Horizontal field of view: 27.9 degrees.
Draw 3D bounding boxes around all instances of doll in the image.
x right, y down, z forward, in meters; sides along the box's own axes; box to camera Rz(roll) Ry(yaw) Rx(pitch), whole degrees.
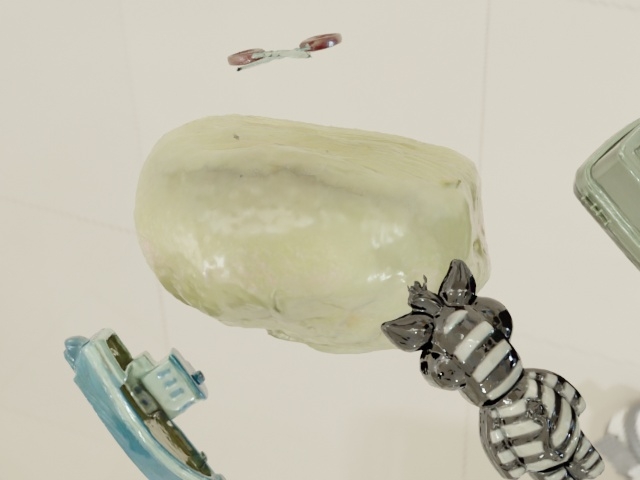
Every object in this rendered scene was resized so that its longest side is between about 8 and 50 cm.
[{"bbox_3d":[0.137,0.112,0.998,0.219,0.091,0.067,50,165,-11],"label":"doll"}]

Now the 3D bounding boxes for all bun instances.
[{"bbox_3d":[0.000,0.000,1.253,0.361,0.361,0.213,13,103,21],"label":"bun"}]

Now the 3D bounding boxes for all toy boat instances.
[{"bbox_3d":[-0.161,0.165,1.294,0.102,0.088,0.215,-33,96,4],"label":"toy boat"}]

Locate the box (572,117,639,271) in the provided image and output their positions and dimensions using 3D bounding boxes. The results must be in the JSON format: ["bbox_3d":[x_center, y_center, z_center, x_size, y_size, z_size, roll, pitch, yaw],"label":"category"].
[{"bbox_3d":[0.392,-0.040,1.408,0.210,0.148,0.129,50,159,5],"label":"box"}]

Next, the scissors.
[{"bbox_3d":[-0.047,-0.216,1.498,0.144,0.248,0.017,-11,101,4],"label":"scissors"}]
